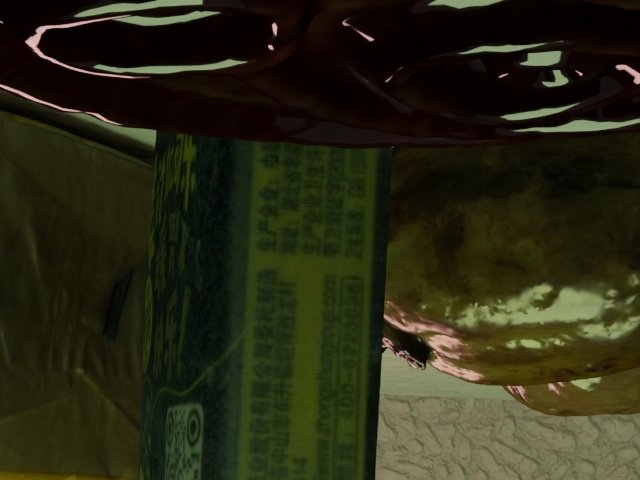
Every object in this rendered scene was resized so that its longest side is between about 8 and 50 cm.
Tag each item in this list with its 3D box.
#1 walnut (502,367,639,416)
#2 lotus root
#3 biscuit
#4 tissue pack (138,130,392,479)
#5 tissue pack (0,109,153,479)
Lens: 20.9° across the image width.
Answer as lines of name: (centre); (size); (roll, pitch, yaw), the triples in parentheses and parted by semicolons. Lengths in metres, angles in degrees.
walnut: (0.178, 0.040, 1.167); (0.167, 0.167, 0.207); (-6, 171, 38)
lotus root: (0.128, 0.004, 0.990); (0.314, 0.141, 0.169); (-4, 150, 24)
biscuit: (0.069, -0.095, 0.469); (0.407, 0.091, 0.407); (-3, 172, 0)
tissue pack: (-0.028, 0.017, 0.739); (0.081, 0.257, 0.185); (5, 171, -14)
tissue pack: (-0.303, 0.051, 1.075); (0.382, 0.228, 0.293); (-5, 169, 24)
